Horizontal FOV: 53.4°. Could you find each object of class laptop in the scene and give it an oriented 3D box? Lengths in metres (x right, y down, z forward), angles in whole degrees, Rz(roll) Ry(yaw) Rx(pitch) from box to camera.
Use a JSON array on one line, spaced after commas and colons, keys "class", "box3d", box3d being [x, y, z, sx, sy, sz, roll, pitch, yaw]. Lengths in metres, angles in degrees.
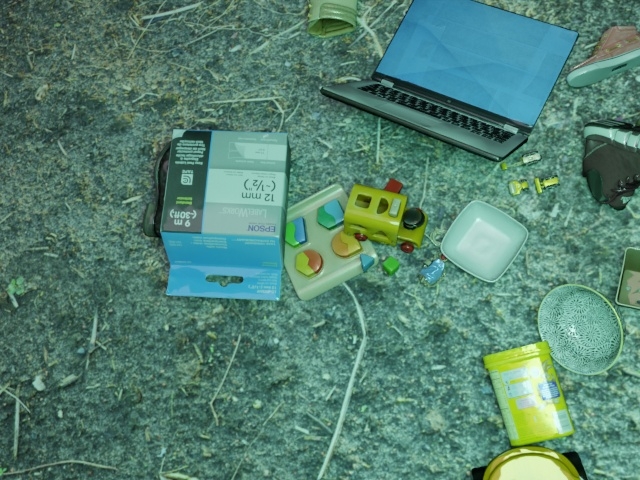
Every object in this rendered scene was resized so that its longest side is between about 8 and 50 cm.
[{"class": "laptop", "box3d": [0.277, -0.367, 1.312, 0.382, 0.408, 0.236, 25, 117, 19]}]

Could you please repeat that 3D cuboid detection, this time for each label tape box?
[{"class": "label tape box", "box3d": [-0.199, -0.057, 1.353, 0.249, 0.115, 0.347, 3, 73, 2]}]

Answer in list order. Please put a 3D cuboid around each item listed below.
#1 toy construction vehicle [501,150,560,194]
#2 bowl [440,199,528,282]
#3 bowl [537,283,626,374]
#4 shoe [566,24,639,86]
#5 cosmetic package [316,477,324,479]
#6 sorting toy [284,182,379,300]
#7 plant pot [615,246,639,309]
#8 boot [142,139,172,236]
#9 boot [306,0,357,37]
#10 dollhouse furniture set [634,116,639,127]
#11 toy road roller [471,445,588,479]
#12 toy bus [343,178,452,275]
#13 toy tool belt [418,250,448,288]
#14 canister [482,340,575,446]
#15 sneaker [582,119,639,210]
[{"class": "toy construction vehicle", "box3d": [0.433, -0.135, 1.314, 0.098, 0.035, 0.085, -17, 83, 12]}, {"class": "bowl", "box3d": [0.330, 0.006, 1.289, 0.142, 0.053, 0.142, 35, 86, 19]}, {"class": "bowl", "box3d": [0.498, 0.157, 1.178, 0.170, 0.080, 0.170, 17, 112, 52]}, {"class": "shoe", "box3d": [0.587, -0.385, 1.324, 0.178, 0.063, 0.081, -19, 70, 3]}, {"class": "cosmetic package", "box3d": [0.072, 0.609, 1.123, 0.366, 0.197, 0.155, 38, 87, 19]}, {"class": "sorting toy", "box3d": [0.000, 0.000, 1.383, 0.193, 0.038, 0.208, -28, 71, 6]}, {"class": "plant pot", "box3d": [0.604, 0.085, 1.174, 0.109, 0.096, 0.108, 13, 79, 18]}, {"class": "boot", "box3d": [-0.272, -0.095, 1.464, 0.229, 0.091, 0.262, 10, 82, 11]}, {"class": "boot", "box3d": [-0.025, -0.592, 1.519, 0.262, 0.095, 0.203, 8, 79, 12]}, {"class": "dollhouse furniture set", "box3d": [0.758, -0.202, 1.176, 0.242, 0.161, 0.212, -24, 71, 7]}, {"class": "toy road roller", "box3d": [0.370, 0.510, 1.046, 0.203, 0.240, 0.329, -13, 73, 11]}, {"class": "toy bus", "box3d": [0.145, -0.048, 1.305, 0.202, 0.104, 0.190, -28, 66, -9]}, {"class": "toy tool belt", "box3d": [0.234, 0.057, 1.301, 0.052, 0.051, 0.083, 37, 87, 20]}, {"class": "canister", "box3d": [0.388, 0.285, 1.186, 0.126, 0.073, 0.169, -19, 73, 18]}, {"class": "sneaker", "box3d": [0.612, -0.122, 1.189, 0.281, 0.107, 0.162, 36, 130, 53]}]
